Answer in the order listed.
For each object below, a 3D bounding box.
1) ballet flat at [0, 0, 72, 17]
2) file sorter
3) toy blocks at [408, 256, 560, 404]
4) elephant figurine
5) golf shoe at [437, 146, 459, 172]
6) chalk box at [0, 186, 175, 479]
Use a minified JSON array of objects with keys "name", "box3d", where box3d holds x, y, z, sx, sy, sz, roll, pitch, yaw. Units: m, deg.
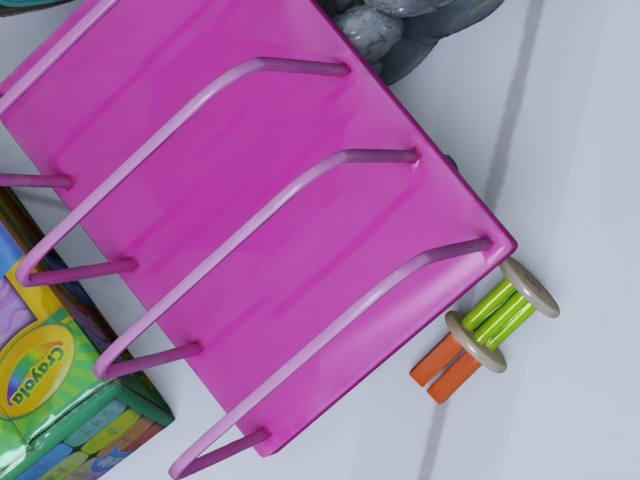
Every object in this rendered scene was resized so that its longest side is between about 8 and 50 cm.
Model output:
[{"name":"ballet flat","box3d":[-0.254,-0.197,1.120,0.316,0.107,0.106,-20,31,-22]},{"name":"file sorter","box3d":[-0.073,-0.040,0.942,0.202,0.182,0.290,-42,79,15]},{"name":"toy blocks","box3d":[0.060,0.060,1.052,0.148,0.054,0.123,-45,121,13]},{"name":"elephant figurine","box3d":[0.004,-0.228,1.084,0.169,0.186,0.239,-40,74,29]},{"name":"golf shoe","box3d":[0.000,0.000,1.086,0.198,0.077,0.094,-33,59,-5]},{"name":"chalk box","box3d":[-0.216,0.089,1.022,0.179,0.180,0.289,-38,78,-4]}]
